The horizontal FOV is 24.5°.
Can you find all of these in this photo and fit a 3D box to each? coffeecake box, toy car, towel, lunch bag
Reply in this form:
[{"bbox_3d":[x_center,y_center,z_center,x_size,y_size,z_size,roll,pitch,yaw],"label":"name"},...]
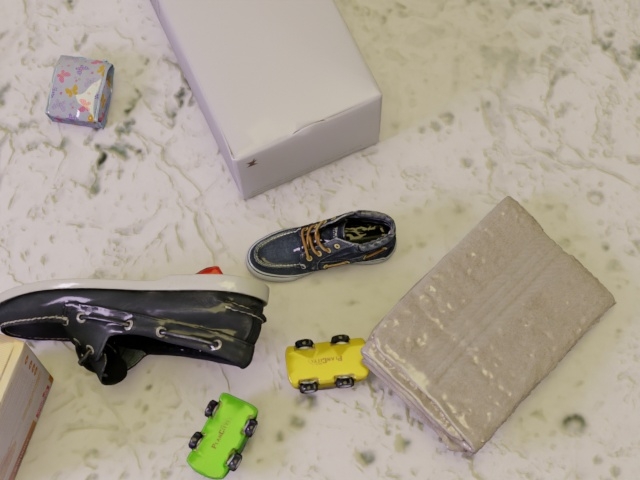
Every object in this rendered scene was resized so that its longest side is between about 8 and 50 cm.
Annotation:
[{"bbox_3d":[-0.365,0.189,1.632,0.068,0.185,0.142,17,73,5],"label":"coffeecake box"},{"bbox_3d":[-0.085,0.172,1.706,0.239,0.053,0.225,25,75,9],"label":"toy car"},{"bbox_3d":[0.194,0.098,1.713,0.187,0.049,0.282,45,69,7],"label":"towel"},{"bbox_3d":[-0.295,-0.185,1.821,0.071,0.053,0.083,8,82,5],"label":"lunch bag"}]

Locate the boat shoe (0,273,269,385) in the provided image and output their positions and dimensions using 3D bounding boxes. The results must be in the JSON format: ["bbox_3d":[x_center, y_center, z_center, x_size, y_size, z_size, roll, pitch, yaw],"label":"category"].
[{"bbox_3d":[-0.222,0.107,1.664,0.340,0.127,0.113,-2,73,14],"label":"boat shoe"}]

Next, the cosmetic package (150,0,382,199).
[{"bbox_3d":[-0.086,-0.261,1.791,0.197,0.155,0.365,-22,74,-6],"label":"cosmetic package"}]

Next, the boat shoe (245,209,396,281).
[{"bbox_3d":[0.000,0.000,1.744,0.183,0.083,0.065,-9,73,-3],"label":"boat shoe"}]
